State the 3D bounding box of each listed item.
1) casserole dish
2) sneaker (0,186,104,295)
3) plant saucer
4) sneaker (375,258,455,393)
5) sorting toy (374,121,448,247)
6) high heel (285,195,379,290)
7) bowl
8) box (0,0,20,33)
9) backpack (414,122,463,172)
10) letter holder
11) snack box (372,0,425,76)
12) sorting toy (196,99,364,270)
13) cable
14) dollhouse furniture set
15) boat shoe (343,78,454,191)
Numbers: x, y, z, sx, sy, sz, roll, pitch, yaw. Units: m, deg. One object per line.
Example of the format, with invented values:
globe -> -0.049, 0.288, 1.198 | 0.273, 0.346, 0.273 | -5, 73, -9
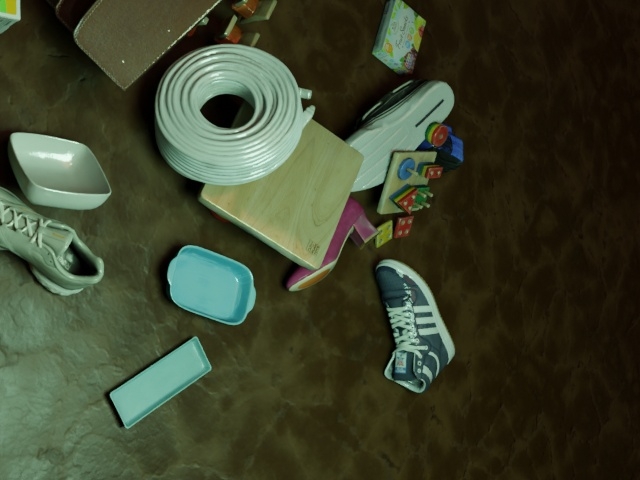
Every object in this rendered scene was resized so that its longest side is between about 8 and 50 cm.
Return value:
casserole dish -> -0.196, 0.080, 1.619 | 0.188, 0.037, 0.114 | 24, 69, -37
sneaker -> -0.427, -0.014, 1.368 | 0.262, 0.121, 0.099 | 38, 60, -32
plant saucer -> -0.267, 0.234, 1.546 | 0.192, 0.018, 0.067 | -33, 106, -39
sneaker -> 0.172, 0.184, 1.893 | 0.153, 0.099, 0.282 | -49, 118, -37
sorting toy -> 0.187, -0.105, 1.896 | 0.132, 0.046, 0.274 | -7, 121, -47
high heel -> 0.000, 0.000, 1.798 | 0.244, 0.082, 0.117 | -36, 79, -26
bowl -> -0.405, -0.098, 1.414 | 0.142, 0.053, 0.142 | 7, 37, -43
box -> -0.513, -0.413, 1.356 | 0.103, 0.114, 0.203 | 3, 80, -42
backpack -> 0.258, -0.207, 2.029 | 0.120, 0.098, 0.101 | 25, 64, -36
letter holder -> -0.277, -0.423, 1.445 | 0.302, 0.152, 0.214 | -42, 116, 3
snack box -> 0.173, -0.446, 2.028 | 0.100, 0.037, 0.141 | 30, 65, -34
sorting toy -> -0.081, -0.109, 1.694 | 0.255, 0.089, 0.257 | 33, 63, -21
cable -> -0.156, -0.216, 1.578 | 0.257, 0.089, 0.257 | 22, 65, 5
dollhouse furniture set -> -0.210, -0.493, 1.658 | 0.262, 0.135, 0.259 | 33, 74, -34
boat shoe -> 0.128, -0.217, 1.906 | 0.335, 0.119, 0.121 | -38, 123, -19
